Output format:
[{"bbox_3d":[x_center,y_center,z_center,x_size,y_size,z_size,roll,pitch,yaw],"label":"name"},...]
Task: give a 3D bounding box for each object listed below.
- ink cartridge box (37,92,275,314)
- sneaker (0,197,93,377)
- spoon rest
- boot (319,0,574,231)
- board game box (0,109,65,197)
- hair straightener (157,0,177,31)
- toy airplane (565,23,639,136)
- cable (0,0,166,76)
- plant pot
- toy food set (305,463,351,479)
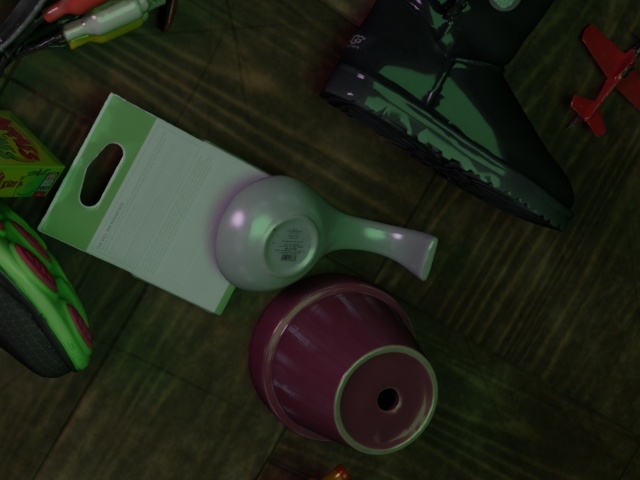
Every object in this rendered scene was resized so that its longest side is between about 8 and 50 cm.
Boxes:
[{"bbox_3d":[-0.173,-0.040,1.399,0.235,0.056,0.171,28,92,-26],"label":"ink cartridge box"},{"bbox_3d":[-0.442,0.007,1.249,0.483,0.185,0.202,32,97,-17],"label":"sneaker"},{"bbox_3d":[0.000,0.000,1.453,0.276,0.084,0.137,7,106,-34],"label":"spoon rest"},{"bbox_3d":[0.251,-0.276,1.479,0.367,0.146,0.445,31,86,-28],"label":"boot"},{"bbox_3d":[-0.341,-0.086,1.239,0.043,0.092,0.181,-52,162,19],"label":"board game box"},{"bbox_3d":[-0.170,-0.338,1.323,0.089,0.047,0.230,12,104,-23],"label":"hair straightener"},{"bbox_3d":[0.361,-0.196,1.597,0.151,0.028,0.151,-7,107,-22],"label":"toy airplane"},{"bbox_3d":[-0.285,-0.193,1.254,0.287,0.139,0.072,-36,75,-2],"label":"cable"},{"bbox_3d":[0.039,0.154,1.471,0.201,0.180,0.201,-5,105,-21],"label":"plant pot"},{"bbox_3d":[0.020,0.374,1.559,0.104,0.111,0.232,-33,111,-11],"label":"toy food set"}]
